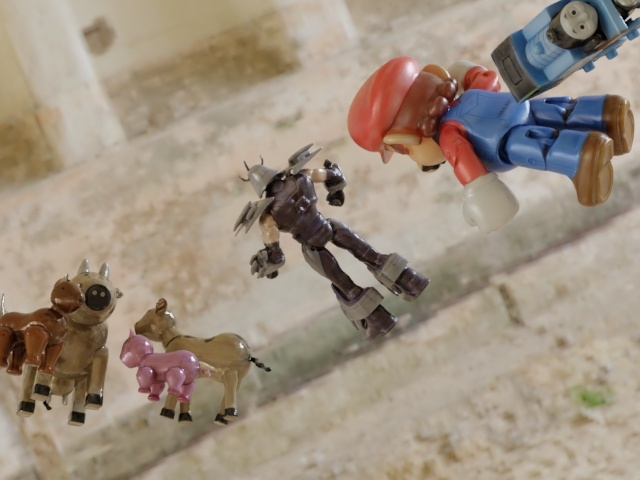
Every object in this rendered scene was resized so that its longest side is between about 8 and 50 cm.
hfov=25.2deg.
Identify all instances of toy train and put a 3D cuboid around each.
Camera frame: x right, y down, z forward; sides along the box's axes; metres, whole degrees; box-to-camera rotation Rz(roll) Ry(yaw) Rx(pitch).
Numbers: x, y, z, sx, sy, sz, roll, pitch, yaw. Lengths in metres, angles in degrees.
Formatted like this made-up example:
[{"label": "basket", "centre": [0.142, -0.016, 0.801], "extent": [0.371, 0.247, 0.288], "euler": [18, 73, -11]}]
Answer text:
[{"label": "toy train", "centre": [0.247, -0.202, 1.418], "extent": [0.105, 0.080, 0.184], "euler": [-29, -3, -19]}]

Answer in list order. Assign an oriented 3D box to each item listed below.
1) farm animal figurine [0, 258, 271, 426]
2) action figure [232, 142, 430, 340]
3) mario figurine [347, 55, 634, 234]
[{"label": "farm animal figurine", "centre": [-0.275, 0.124, 1.787], "extent": [0.330, 0.172, 0.327], "euler": [22, -28, -34]}, {"label": "action figure", "centre": [0.000, 0.000, 1.841], "extent": [0.185, 0.285, 0.099], "euler": [-48, 9, -13]}, {"label": "mario figurine", "centre": [0.180, -0.109, 1.596], "extent": [0.320, 0.170, 0.198], "euler": [13, 14, 26]}]
